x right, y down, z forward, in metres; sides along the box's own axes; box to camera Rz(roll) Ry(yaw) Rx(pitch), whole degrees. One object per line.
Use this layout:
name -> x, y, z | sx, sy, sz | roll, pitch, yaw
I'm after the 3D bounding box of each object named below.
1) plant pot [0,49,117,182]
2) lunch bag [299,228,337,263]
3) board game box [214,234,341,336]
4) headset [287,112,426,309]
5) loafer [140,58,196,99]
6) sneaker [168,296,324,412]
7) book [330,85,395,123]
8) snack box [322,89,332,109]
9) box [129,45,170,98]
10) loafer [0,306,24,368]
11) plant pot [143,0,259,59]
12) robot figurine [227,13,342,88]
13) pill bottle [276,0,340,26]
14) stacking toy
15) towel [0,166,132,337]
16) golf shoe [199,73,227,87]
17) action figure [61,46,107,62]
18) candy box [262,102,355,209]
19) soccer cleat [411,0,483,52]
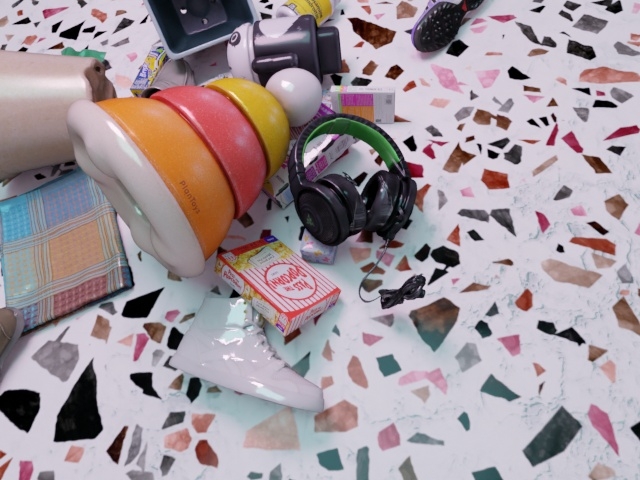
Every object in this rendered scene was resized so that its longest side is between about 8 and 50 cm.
plant pot -> -0.657, -0.306, 1.028 | 0.306, 0.333, 0.333 | -7, 61, -8
lunch bag -> 0.000, 0.000, 0.894 | 0.071, 0.053, 0.083 | 8, 55, 11
board game box -> -0.080, 0.076, 0.826 | 0.194, 0.045, 0.147 | 37, 35, 23
headset -> 0.085, -0.070, 0.812 | 0.244, 0.185, 0.393 | -7, 75, -24
loafer -> -0.389, -0.352, 1.104 | 0.112, 0.111, 0.319 | -3, 62, 7
sneaker -> -0.112, 0.187, 0.780 | 0.293, 0.108, 0.169 | 14, 68, 17
book -> 0.100, -0.316, 1.021 | 0.145, 0.096, 0.035 | 6, 63, 11
snack box -> -0.006, -0.296, 1.068 | 0.064, 0.022, 0.178 | 13, 65, 17
box -> -0.454, -0.451, 1.196 | 0.054, 0.059, 0.168 | 8, 64, 11
loafer -> -0.669, 0.241, 0.831 | 0.095, 0.087, 0.250 | 15, 78, 16
plant pot -> -0.328, -0.641, 1.166 | 0.248, 0.246, 0.252 | -23, 24, -4
robot figurine -> -0.089, -0.458, 1.078 | 0.279, 0.209, 0.173 | -5, 84, 6
pill bottle -> -0.027, -0.640, 1.207 | 0.103, 0.103, 0.184 | 36, 73, 23
stacking toy -> -0.176, -0.187, 0.847 | 0.480, 0.350, 0.351 | -38, 63, -25
towel -> -0.588, 0.003, 0.988 | 0.272, 0.040, 0.370 | -25, 62, -4
golf shoe -> -0.246, -0.350, 1.101 | 0.086, 0.069, 0.176 | -22, 51, -19
action figure -> -0.695, -0.445, 1.227 | 0.137, 0.063, 0.232 | 1, 59, 7
candy box -> -0.060, -0.206, 0.982 | 0.233, 0.071, 0.159 | -45, 67, -6
soccer cleat -> 0.321, -0.605, 1.150 | 0.117, 0.108, 0.318 | 27, 70, 42
